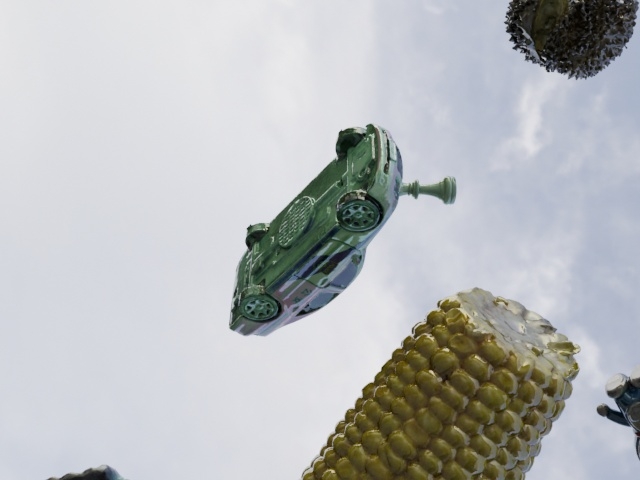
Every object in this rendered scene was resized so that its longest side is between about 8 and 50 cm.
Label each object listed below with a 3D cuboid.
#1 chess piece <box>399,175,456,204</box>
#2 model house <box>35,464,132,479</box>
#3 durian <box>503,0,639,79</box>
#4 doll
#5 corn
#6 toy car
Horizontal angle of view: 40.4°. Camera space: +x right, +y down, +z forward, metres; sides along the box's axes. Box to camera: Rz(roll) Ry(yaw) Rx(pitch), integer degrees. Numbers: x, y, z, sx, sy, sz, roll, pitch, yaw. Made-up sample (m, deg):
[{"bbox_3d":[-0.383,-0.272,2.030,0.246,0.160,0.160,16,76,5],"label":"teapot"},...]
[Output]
[{"bbox_3d":[0.143,-0.071,1.230,0.042,0.093,0.042,180,-90,-88],"label":"chess piece"},{"bbox_3d":[-0.278,0.333,0.848,0.280,0.248,0.230,118,-14,-64],"label":"model house"},{"bbox_3d":[0.374,-0.318,1.296,0.167,0.196,0.196,-32,-118,-6],"label":"durian"},{"bbox_3d":[0.393,0.216,0.999,0.114,0.085,0.152,-31,-85,32],"label":"doll"},{"bbox_3d":[0.035,0.205,0.606,0.144,0.144,0.387,33,-88,38],"label":"corn"},{"bbox_3d":[0.000,0.000,0.733,0.224,0.076,0.090,-43,-151,35],"label":"toy car"}]
